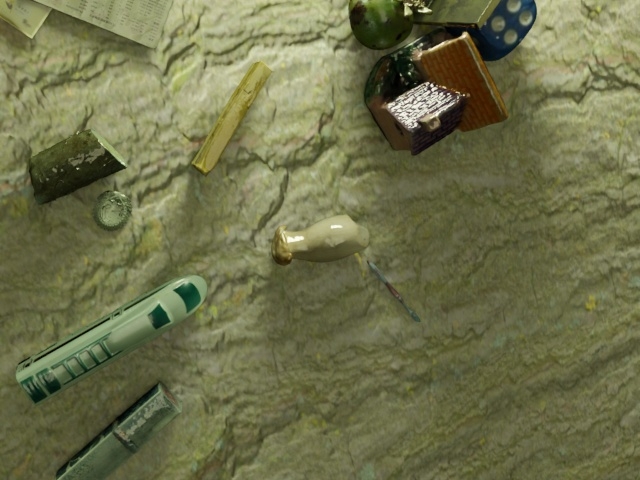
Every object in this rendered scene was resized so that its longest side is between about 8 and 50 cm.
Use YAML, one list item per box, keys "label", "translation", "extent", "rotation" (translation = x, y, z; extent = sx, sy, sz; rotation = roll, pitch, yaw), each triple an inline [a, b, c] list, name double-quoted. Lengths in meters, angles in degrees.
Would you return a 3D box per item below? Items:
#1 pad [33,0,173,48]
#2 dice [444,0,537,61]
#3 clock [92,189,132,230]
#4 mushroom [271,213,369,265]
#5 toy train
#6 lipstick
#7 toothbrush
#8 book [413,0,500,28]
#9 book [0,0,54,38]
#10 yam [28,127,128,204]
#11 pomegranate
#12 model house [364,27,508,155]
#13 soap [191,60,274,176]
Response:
- label: "pad"
  translation: [-0.418, -0.492, 1.393]
  extent: [0.265, 0.009, 0.159]
  rotation: [19, 89, -17]
- label: "dice"
  translation: [0.357, -0.474, 1.531]
  extent: [0.143, 0.146, 0.146]
  rotation: [37, 92, -19]
- label: "clock"
  translation: [-0.422, -0.059, 1.466]
  extent: [0.074, 0.010, 0.083]
  rotation: [23, 93, -17]
- label: "mushroom"
  translation: [0.000, -0.001, 1.542]
  extent: [0.213, 0.088, 0.096]
  rotation: [-7, 91, -7]
- label: "toy train"
  translation: [-0.410, 0.190, 1.468]
  extent: [0.407, 0.088, 0.086]
  rotation: [-30, 104, -9]
- label: "lipstick"
  translation: [-0.421, 0.420, 1.505]
  extent: [0.290, 0.077, 0.076]
  rotation: [-42, 106, -4]
- label: "toothbrush"
  translation: [0.166, 0.116, 1.638]
  extent: [0.013, 0.019, 0.193]
  rotation: [-42, 104, -4]
- label: "book"
  translation: [0.289, -0.503, 1.466]
  extent: [0.024, 0.228, 0.160]
  rotation: [34, 89, -34]
- label: "book"
  translation: [-0.572, -0.445, 1.365]
  extent: [0.111, 0.014, 0.077]
  rotation: [35, 89, -16]
- label: "yam"
  translation: [-0.477, -0.145, 1.394]
  extent: [0.183, 0.107, 0.107]
  rotation: [-27, 104, -6]
- label: "pomegranate"
  translation: [0.130, -0.464, 1.461]
  extent: [0.149, 0.169, 0.148]
  rotation: [5, 75, -18]
- label: "model house"
  translation: [0.237, -0.309, 1.476]
  extent: [0.237, 0.237, 0.202]
  rotation: [-28, 106, -8]
- label: "soap"
  translation: [-0.180, -0.244, 1.456]
  extent: [0.037, 0.092, 0.252]
  rotation: [32, 90, -18]
